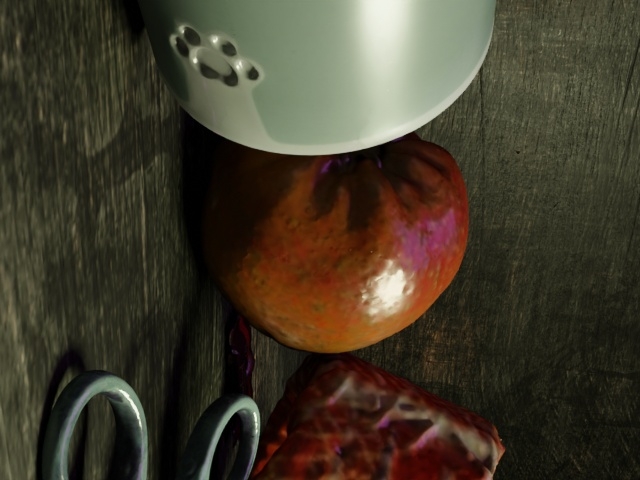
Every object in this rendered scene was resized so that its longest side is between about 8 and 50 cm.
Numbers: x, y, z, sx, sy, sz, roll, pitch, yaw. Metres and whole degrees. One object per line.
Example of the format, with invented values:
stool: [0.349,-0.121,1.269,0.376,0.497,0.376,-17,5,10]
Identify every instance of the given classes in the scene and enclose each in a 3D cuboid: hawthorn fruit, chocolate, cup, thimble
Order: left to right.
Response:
chocolate: [-0.102,0.174,1.079,0.086,0.028,0.183,-67,163,-66]
hawthorn fruit: [0.000,0.000,0.869,0.298,0.276,0.277,106,-4,-47]
thimble: [0.020,0.294,0.902,0.350,0.230,0.350,-62,-178,4]
cup: [0.042,-0.239,0.503,0.275,0.356,0.260,82,5,-60]

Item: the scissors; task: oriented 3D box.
scissors: [-0.132,0.289,0.583,0.256,0.029,0.384,28,69,-63]
